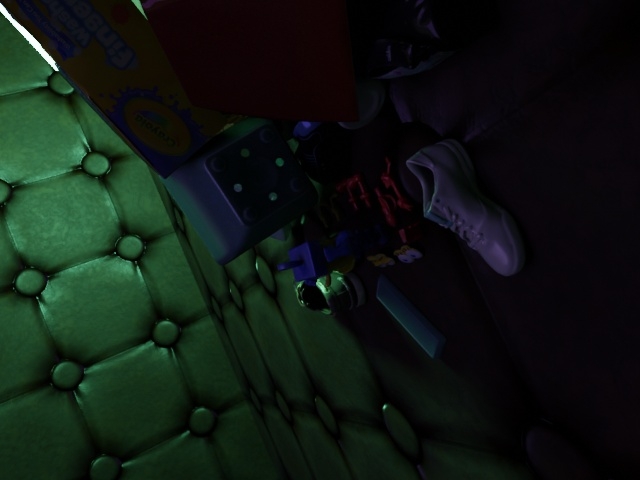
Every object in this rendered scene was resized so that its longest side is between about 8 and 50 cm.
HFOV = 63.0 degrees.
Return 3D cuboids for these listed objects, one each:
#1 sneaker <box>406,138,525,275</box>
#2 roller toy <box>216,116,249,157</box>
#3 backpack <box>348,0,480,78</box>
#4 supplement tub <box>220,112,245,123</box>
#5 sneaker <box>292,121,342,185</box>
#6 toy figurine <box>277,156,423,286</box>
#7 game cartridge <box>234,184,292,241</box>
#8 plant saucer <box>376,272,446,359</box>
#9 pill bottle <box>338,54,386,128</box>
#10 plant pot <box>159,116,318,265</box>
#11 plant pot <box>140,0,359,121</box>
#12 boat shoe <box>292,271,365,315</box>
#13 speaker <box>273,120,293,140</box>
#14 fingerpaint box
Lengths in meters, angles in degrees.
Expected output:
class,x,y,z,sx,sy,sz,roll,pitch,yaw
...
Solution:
class,x,y,z,sx,sy,sz,roll,pitch,yaw
sneaker,0.189,-0.036,0.715,0.212,0.094,0.080,61,154,15
roller toy,-0.267,-0.301,1.381,0.191,0.146,0.209,60,154,16
backpack,0.112,-0.271,0.656,0.182,0.115,0.151,168,94,-67
supplement tub,-0.213,-0.422,1.093,0.207,0.207,0.338,56,153,25
sneaker,0.003,-0.172,0.982,0.090,0.081,0.232,51,173,6
toy figurine,0.000,0.000,0.991,0.363,0.217,0.191,-18,93,66
game cartridge,-0.207,-0.109,1.365,0.294,0.060,0.196,27,150,17
plant saucer,0.168,0.145,1.008,0.192,0.018,0.067,49,149,39
pill bottle,0.024,-0.268,0.866,0.169,0.094,0.094,53,152,32
plant pot,-0.147,-0.111,1.039,0.247,0.248,0.252,58,164,-9
plant pot,-0.090,-0.322,0.699,0.267,0.236,0.267,74,-172,-60
boat shoe,-0.006,0.117,1.254,0.305,0.091,0.109,1,111,64
speaker,-0.095,-0.287,1.149,0.055,0.055,0.136,36,141,50
fingerpaint box,-0.408,-0.352,0.950,0.444,0.163,0.371,51,170,-28
